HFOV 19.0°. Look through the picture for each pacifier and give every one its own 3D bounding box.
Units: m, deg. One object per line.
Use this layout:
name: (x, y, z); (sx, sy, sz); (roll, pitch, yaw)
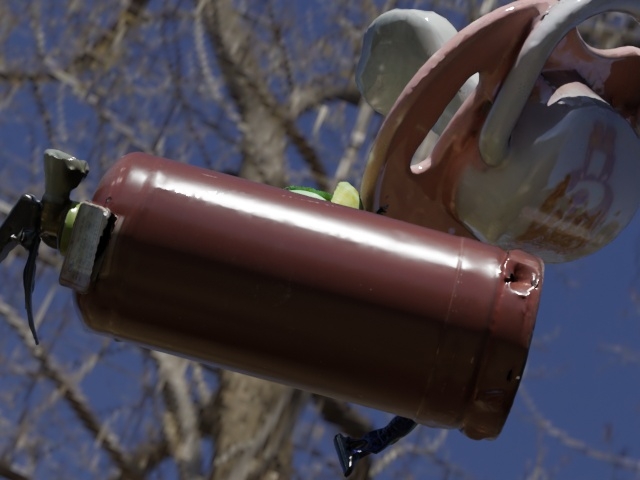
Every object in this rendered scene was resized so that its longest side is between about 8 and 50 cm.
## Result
pacifier: (0.140, -0.084, 1.511); (0.273, 0.220, 0.332); (-1, -11, 36)

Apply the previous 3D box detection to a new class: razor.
razor: (0.072, 0.113, 1.402); (0.028, 0.044, 0.154); (37, -74, -29)

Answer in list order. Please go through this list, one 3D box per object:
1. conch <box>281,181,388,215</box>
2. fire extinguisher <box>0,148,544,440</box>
conch: (0.000, 0.000, 1.361); (0.106, 0.170, 0.079); (-24, -82, 5)
fire extinguisher: (-0.035, 0.024, 0.924); (0.269, 0.104, 0.105); (15, -42, -1)
